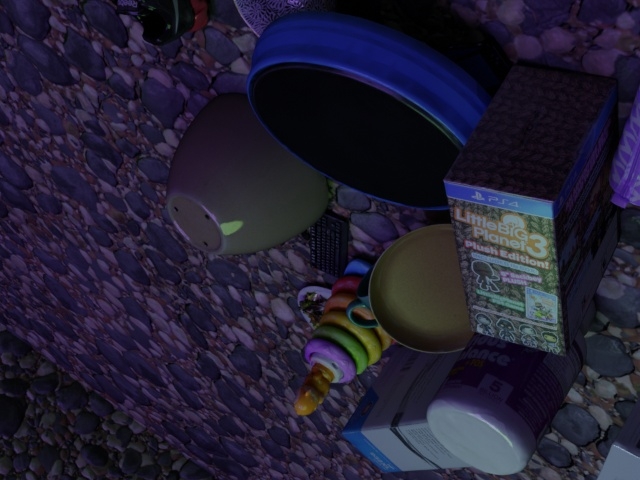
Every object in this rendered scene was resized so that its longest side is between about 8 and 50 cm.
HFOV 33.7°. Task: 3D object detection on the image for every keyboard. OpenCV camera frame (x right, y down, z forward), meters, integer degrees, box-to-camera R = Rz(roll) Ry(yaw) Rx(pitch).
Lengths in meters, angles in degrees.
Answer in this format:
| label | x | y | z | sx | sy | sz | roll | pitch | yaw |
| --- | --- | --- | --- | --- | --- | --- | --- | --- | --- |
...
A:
| label | x | y | z | sx | sy | sz | roll | pitch | yaw |
| --- | --- | --- | --- | --- | --- | --- | --- | --- | --- |
| keyboard | 0.000 | 0.000 | 1.955 | 0.108 | 0.023 | 0.180 | 28 | 147 | 19 |

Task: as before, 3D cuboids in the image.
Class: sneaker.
| label | x | y | z | sx | sy | sz | roll | pitch | yaw |
| --- | --- | --- | --- | --- | --- | --- | --- | --- | --- |
| sneaker | -0.266 | -0.412 | 1.585 | 0.098 | 0.135 | 0.276 | 14 | 140 | 39 |

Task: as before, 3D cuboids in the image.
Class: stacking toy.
| label | x | y | z | sx | sy | sz | roll | pitch | yaw |
| --- | --- | --- | --- | --- | --- | --- | --- | --- | --- |
| stacking toy | 0.038 | 0.195 | 1.897 | 0.166 | 0.302 | 0.175 | 32 | 149 | 11 |

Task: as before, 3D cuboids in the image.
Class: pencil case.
| label | x | y | z | sx | sy | sz | roll | pitch | yaw |
| --- | --- | --- | --- | --- | --- | --- | --- | --- | --- |
| pencil case | 0.408 | -0.130 | 1.279 | 0.086 | 0.088 | 0.206 | 28 | 149 | 22 |

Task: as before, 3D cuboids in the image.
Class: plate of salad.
| label | x | y | z | sx | sy | sz | roll | pitch | yaw |
| --- | --- | --- | --- | --- | --- | --- | --- | --- | --- |
| plate of salad | 0.031 | 0.170 | 2.122 | 0.200 | 0.048 | 0.199 | 27 | 148 | 19 |

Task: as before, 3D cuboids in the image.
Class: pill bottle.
| label | x | y | z | sx | sy | sz | roll | pitch | yaw |
| --- | --- | --- | --- | --- | --- | --- | --- | --- | --- |
| pill bottle | 0.302 | 0.192 | 1.609 | 0.169 | 0.301 | 0.169 | 27 | 147 | 19 |

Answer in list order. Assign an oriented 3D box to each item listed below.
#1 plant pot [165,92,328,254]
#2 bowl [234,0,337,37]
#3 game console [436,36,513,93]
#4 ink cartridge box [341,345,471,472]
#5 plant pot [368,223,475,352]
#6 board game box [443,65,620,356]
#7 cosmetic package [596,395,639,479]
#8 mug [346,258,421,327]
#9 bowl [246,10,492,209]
| label | x | y | z | sx | sy | sz | roll | pitch | yaw |
| --- | --- | --- | --- | --- | --- | --- | --- | --- | --- |
| plant pot | -0.156 | -0.085 | 1.823 | 0.284 | 0.191 | 0.284 | 29 | 145 | 24 |
| bowl | -0.035 | -0.348 | 1.473 | 0.170 | 0.080 | 0.170 | 28 | 149 | 19 |
| game console | 0.183 | -0.222 | 1.415 | 0.107 | 0.071 | 0.122 | 50 | 148 | -18 |
| ink cartridge box | 0.213 | 0.294 | 1.917 | 0.129 | 0.223 | 0.307 | 46 | 149 | -13 |
| plant pot | 0.196 | 0.074 | 1.715 | 0.236 | 0.032 | 0.236 | 0 | 115 | 0 |
| board game box | 0.287 | -0.037 | 1.380 | 0.141 | 0.232 | 0.291 | 14 | 141 | 28 |
| cosmetic package | 0.586 | 0.387 | 1.726 | 0.225 | 0.138 | 0.224 | 28 | 148 | 20 |
| mug | 0.133 | 0.088 | 1.817 | 0.097 | 0.129 | 0.158 | 45 | 136 | -15 |
| bowl | 0.073 | -0.168 | 1.498 | 0.391 | 0.077 | 0.391 | 23 | 161 | 8 |
